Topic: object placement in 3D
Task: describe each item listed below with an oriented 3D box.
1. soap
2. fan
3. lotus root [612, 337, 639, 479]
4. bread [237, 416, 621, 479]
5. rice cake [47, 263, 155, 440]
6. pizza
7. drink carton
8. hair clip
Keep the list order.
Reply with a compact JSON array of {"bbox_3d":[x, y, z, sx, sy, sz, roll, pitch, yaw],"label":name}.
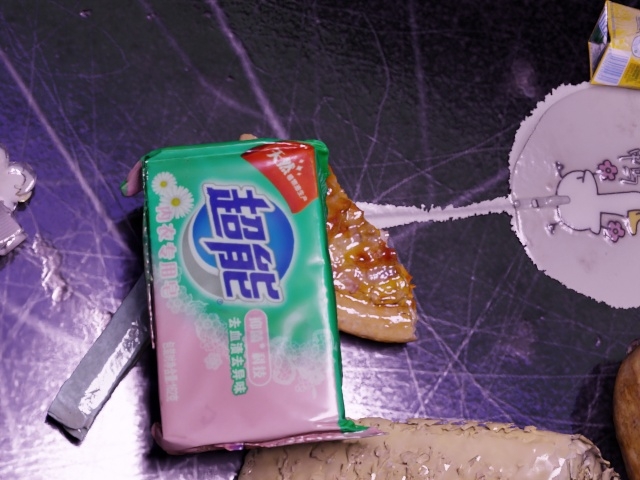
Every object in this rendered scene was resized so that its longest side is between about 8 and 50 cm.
[{"bbox_3d":[-0.061,0.053,1.648,0.218,0.098,0.273,-4,73,-2],"label":"soap"},{"bbox_3d":[0.211,-0.037,1.820,0.415,0.012,0.233,-8,77,-12],"label":"fan"},{"bbox_3d":[0.353,0.205,1.719,0.145,0.128,0.260,-16,74,-13],"label":"lotus root"},{"bbox_3d":[0.104,0.294,1.687,0.315,0.279,0.248,1,69,35],"label":"bread"},{"bbox_3d":[-0.161,0.071,1.709,0.045,0.042,0.245,33,72,6],"label":"rice cake"},{"bbox_3d":[0.001,-0.001,1.747,0.127,0.058,0.246,-28,83,-13],"label":"pizza"},{"bbox_3d":[0.366,-0.174,1.849,0.200,0.074,0.084,9,46,-7],"label":"drink carton"},{"bbox_3d":[-0.328,-0.062,1.713,0.116,0.049,0.172,-36,81,-21],"label":"hair clip"}]
